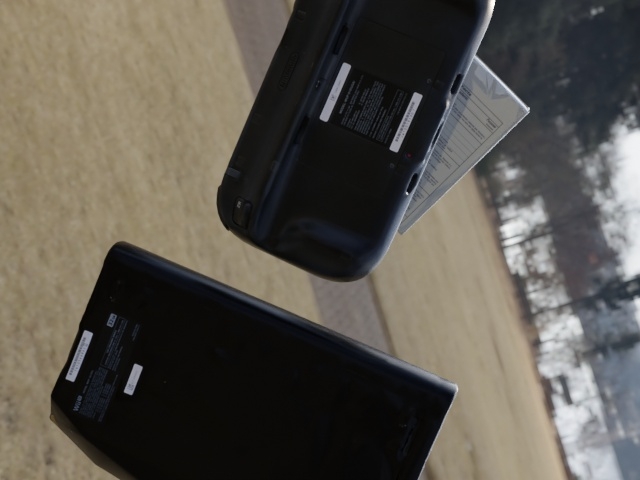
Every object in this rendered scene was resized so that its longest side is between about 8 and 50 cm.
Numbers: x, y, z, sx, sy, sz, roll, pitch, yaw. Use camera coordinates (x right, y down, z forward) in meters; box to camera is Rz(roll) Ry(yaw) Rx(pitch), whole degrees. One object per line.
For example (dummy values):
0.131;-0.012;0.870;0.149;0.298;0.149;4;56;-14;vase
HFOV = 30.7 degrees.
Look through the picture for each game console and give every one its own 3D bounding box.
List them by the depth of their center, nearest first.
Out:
0.000;0.000;0.662;0.044;0.213;0.361;-41;154;-83;game console

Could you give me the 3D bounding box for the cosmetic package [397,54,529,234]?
0.075;-0.065;0.757;0.060;0.115;0.041;47;15;1;cosmetic package
